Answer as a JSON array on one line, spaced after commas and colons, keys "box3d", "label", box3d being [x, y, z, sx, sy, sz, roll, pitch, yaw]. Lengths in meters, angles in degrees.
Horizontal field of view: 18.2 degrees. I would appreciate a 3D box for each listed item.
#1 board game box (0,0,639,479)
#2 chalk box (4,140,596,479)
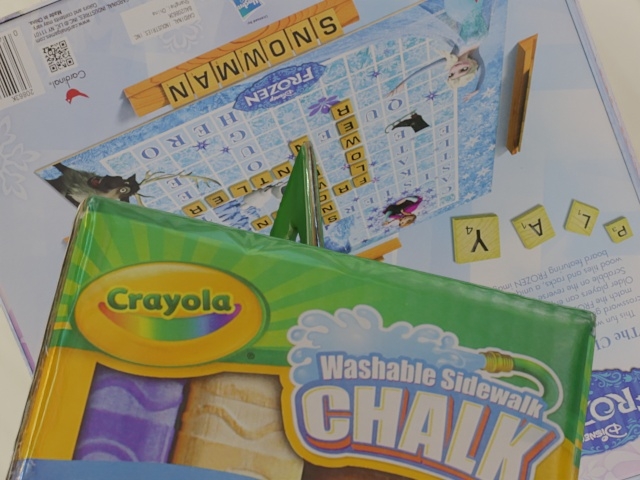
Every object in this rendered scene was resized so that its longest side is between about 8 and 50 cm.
[{"box3d": [0.000, 0.000, 0.979, 0.318, 0.066, 0.318, -19, 99, 13], "label": "board game box"}, {"box3d": [-0.018, 0.109, 0.686, 0.179, 0.289, 0.180, 14, 152, -3], "label": "chalk box"}]
